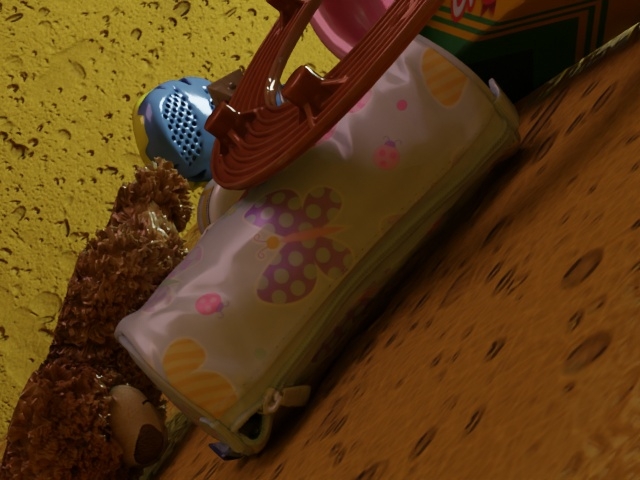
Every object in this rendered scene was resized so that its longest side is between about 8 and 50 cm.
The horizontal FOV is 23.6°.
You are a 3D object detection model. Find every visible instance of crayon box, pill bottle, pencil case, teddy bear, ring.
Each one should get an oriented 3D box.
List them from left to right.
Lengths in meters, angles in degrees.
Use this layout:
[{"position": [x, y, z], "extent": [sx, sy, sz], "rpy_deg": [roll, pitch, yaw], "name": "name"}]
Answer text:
[{"position": [-0.154, 0.082, 1.243], "extent": [0.338, 0.113, 0.245], "rpy_deg": [-76, 3, -67], "name": "teddy bear"}, {"position": [-0.071, -0.027, 1.554], "extent": [0.103, 0.103, 0.184], "rpy_deg": [-49, 7, -7], "name": "pill bottle"}, {"position": [0.000, 0.000, 0.924], "extent": [0.273, 0.113, 0.124], "rpy_deg": [-50, 26, -11], "name": "pencil case"}, {"position": [0.031, -0.174, 0.926], "extent": [0.336, 0.032, 0.336], "rpy_deg": [-48, 18, 21], "name": "ring"}, {"position": [0.158, -0.228, 0.972], "extent": [0.318, 0.081, 0.202], "rpy_deg": [147, 130, -65], "name": "crayon box"}]

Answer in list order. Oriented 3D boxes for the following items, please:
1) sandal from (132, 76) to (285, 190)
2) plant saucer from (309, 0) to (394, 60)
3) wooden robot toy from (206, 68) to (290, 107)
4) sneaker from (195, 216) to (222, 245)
[{"position": [-0.066, -0.129, 1.664], "extent": [0.138, 0.126, 0.317], "rpy_deg": [-20, -9, 42], "name": "sandal"}, {"position": [0.124, -0.275, 1.233], "extent": [0.332, 0.084, 0.332], "rpy_deg": [-17, 64, 39], "name": "plant saucer"}, {"position": [-0.006, -0.061, 1.128], "extent": [0.076, 0.173, 0.079], "rpy_deg": [-53, 29, -4], "name": "wooden robot toy"}, {"position": [-0.045, 0.032, 1.141], "extent": [0.236, 0.095, 0.104], "rpy_deg": [-38, 20, 51], "name": "sneaker"}]
